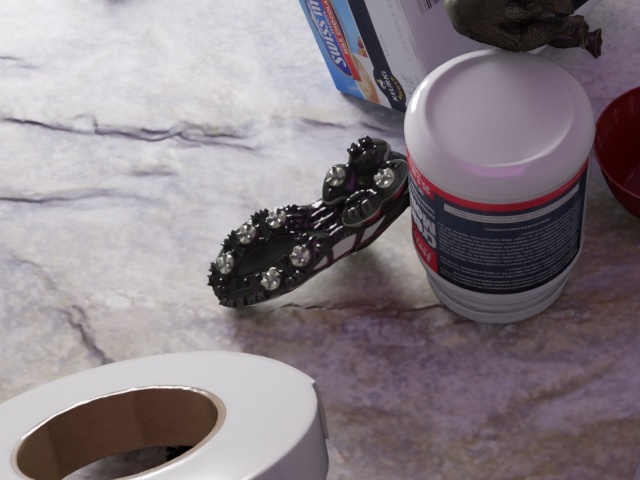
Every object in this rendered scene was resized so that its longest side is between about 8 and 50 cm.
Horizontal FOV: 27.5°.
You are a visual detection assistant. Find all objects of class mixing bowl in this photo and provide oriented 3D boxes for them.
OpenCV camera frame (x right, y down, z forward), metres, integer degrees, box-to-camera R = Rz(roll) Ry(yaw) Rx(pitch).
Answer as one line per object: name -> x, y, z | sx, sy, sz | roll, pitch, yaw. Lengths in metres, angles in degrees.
mixing bowl -> 0.402, -0.083, 1.500 | 0.181, 0.098, 0.181 | -4, 54, 5

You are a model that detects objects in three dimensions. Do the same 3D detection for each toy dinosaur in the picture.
toy dinosaur -> 0.193, -0.234, 1.319 | 0.160, 0.121, 0.313 | 4, 22, 25

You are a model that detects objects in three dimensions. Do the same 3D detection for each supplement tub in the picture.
supplement tub -> 0.190, -0.052, 1.396 | 0.191, 0.272, 0.191 | -3, 54, 5

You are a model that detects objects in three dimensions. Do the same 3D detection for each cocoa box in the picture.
cocoa box -> 0.166, -0.344, 1.600 | 0.347, 0.231, 0.228 | -39, 36, -20

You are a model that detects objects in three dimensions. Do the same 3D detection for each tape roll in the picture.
tape roll -> -0.183, 0.214, 1.246 | 0.392, 0.072, 0.392 | -10, 17, 3

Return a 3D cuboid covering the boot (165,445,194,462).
boot -> -0.122, 0.261, 1.354 | 0.121, 0.045, 0.099 | 27, 56, 22

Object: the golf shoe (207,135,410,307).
golf shoe -> 0.000, 0.000, 1.496 | 0.273, 0.120, 0.105 | -34, 61, 10

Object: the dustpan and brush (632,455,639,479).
dustpan and brush -> 0.418, 0.245, 1.286 | 0.211, 0.060, 0.147 | 15, 58, 17
